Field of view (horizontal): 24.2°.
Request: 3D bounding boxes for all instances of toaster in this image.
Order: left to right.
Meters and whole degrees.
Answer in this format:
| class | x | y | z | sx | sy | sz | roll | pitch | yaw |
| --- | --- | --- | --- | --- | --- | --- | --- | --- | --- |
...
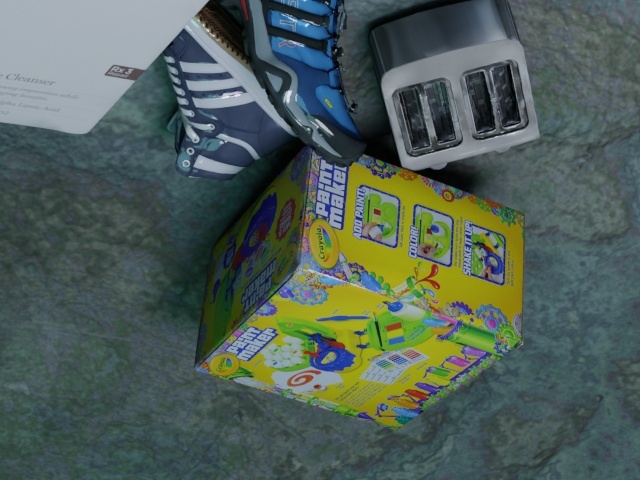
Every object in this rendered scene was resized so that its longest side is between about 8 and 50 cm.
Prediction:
| class | x | y | z | sx | sy | sz | roll | pitch | yaw |
| --- | --- | --- | --- | --- | --- | --- | --- | --- | --- |
| toaster | 0.150 | -0.178 | 1.668 | 0.168 | 0.110 | 0.186 | -14 | 127 | 3 |

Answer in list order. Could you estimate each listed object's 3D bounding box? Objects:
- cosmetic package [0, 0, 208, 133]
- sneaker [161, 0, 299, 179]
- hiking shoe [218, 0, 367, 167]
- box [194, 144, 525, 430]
| class | x | y | z | sx | sy | sz | roll | pitch | yaw |
| --- | --- | --- | --- | --- | --- | --- | --- | --- | --- |
| cosmetic package | -0.238 | -0.267 | 1.420 | 0.217 | 0.156 | 0.385 | 3 | 153 | -36 |
| sneaker | -0.144 | -0.175 | 1.642 | 0.153 | 0.099 | 0.282 | -36 | 126 | 17 |
| hiking shoe | -0.017 | -0.222 | 1.553 | 0.132 | 0.113 | 0.304 | -28 | 98 | 9 |
| box | 0.043 | 0.062 | 1.736 | 0.279 | 0.177 | 0.290 | 19 | 146 | -20 |
